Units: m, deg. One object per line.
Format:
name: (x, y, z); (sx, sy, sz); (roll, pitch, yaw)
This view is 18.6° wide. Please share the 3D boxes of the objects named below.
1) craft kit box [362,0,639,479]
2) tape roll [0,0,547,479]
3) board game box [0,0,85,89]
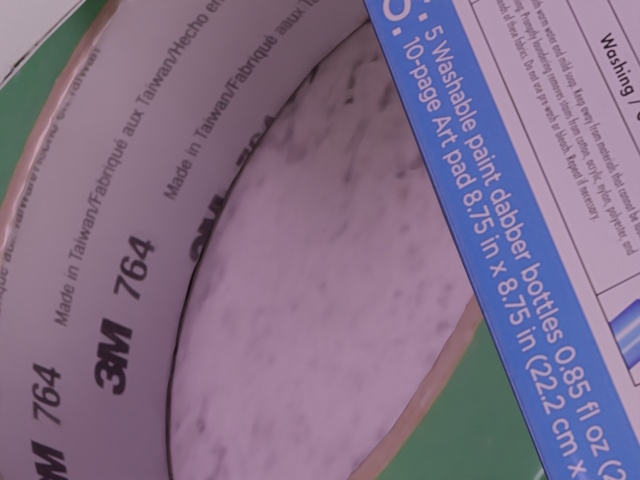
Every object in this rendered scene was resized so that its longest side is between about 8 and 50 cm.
craft kit box: (0.137, -0.054, 0.360); (0.246, 0.061, 0.250); (-30, 52, 16)
tape roll: (0.000, 0.000, 0.556); (0.321, 0.077, 0.321); (-28, 49, 38)
board game box: (-0.050, -0.192, 0.614); (0.224, 0.097, 0.303); (-41, 21, 15)
